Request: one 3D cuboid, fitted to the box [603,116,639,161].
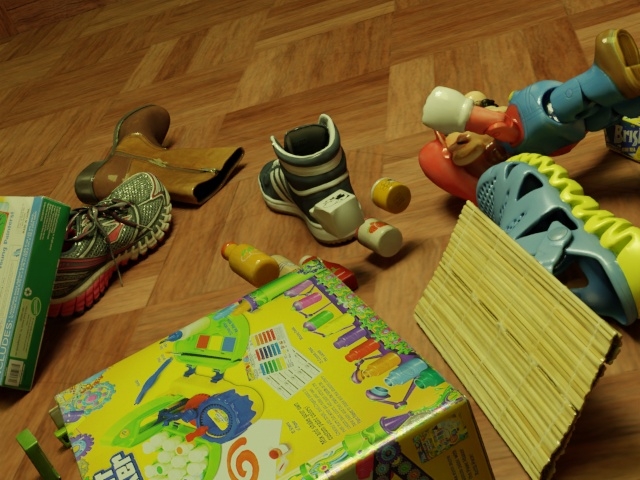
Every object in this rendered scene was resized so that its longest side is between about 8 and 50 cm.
[{"bbox_3d":[0.421,-0.127,1.210,0.054,0.059,0.169,-24,28,-13],"label":"box"}]

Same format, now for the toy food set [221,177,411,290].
[{"bbox_3d":[0.000,0.000,1.215,0.232,0.111,0.104,-34,30,-18],"label":"toy food set"}]

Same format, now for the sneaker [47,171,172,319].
[{"bbox_3d":[-0.322,-0.014,1.444,0.120,0.112,0.299,6,39,25],"label":"sneaker"}]

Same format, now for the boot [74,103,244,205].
[{"bbox_3d":[-0.256,-0.158,1.696,0.280,0.096,0.264,-1,33,32],"label":"boot"}]

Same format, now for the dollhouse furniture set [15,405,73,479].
[{"bbox_3d":[-0.257,0.201,1.090,0.151,0.059,0.076,-33,30,-21],"label":"dollhouse furniture set"}]

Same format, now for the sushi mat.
[{"bbox_3d":[0.175,0.084,0.943,0.019,0.151,0.316,19,17,-23],"label":"sushi mat"}]

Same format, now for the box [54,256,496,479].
[{"bbox_3d":[-0.042,0.194,0.826,0.279,0.177,0.290,-27,29,-12],"label":"box"}]

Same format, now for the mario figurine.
[{"bbox_3d":[0.249,-0.167,1.197,0.320,0.198,0.170,-26,30,37],"label":"mario figurine"}]

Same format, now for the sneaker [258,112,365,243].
[{"bbox_3d":[-0.031,-0.110,1.390,0.099,0.153,0.282,-28,28,-14],"label":"sneaker"}]

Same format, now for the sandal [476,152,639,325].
[{"bbox_3d":[0.233,0.005,1.044,0.138,0.126,0.317,-28,27,-4],"label":"sandal"}]

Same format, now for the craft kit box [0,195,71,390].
[{"bbox_3d":[-0.459,0.064,1.322,0.246,0.061,0.250,4,78,35],"label":"craft kit box"}]
